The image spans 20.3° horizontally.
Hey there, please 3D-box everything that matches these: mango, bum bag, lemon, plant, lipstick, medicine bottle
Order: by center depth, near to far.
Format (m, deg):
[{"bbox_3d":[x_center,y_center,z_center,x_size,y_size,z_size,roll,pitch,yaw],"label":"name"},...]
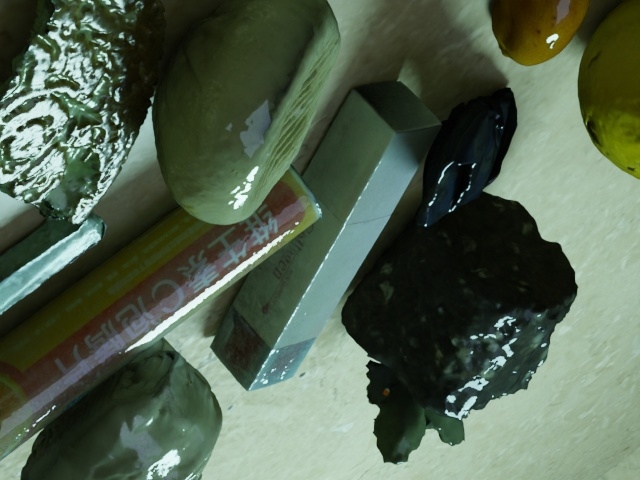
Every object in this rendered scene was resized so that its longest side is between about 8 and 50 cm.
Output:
[{"bbox_3d":[-0.193,0.065,1.669,0.426,0.108,0.108,-38,155,-9],"label":"medicine bottle"},{"bbox_3d":[0.218,-0.230,1.749,0.084,0.105,0.159,-14,154,-10],"label":"mango"},{"bbox_3d":[0.146,-0.089,1.827,0.137,0.074,0.310,-64,172,12],"label":"bum bag"},{"bbox_3d":[0.000,0.000,1.849,0.080,0.076,0.371,-13,143,-44],"label":"lipstick"},{"bbox_3d":[0.404,-0.166,1.958,0.253,0.228,0.228,3,131,-54],"label":"lemon"},{"bbox_3d":[0.141,0.111,2.075,0.215,0.213,0.312,-19,150,-46],"label":"plant"}]

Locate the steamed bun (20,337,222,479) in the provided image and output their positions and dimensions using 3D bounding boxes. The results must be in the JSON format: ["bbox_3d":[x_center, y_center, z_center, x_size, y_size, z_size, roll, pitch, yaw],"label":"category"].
[{"bbox_3d":[-0.181,0.201,1.755,0.218,0.144,0.211,-42,-169,21],"label":"steamed bun"}]

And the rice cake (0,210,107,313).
[{"bbox_3d":[-0.281,0.036,1.572,0.211,0.034,0.043,-36,146,-9],"label":"rice cake"}]

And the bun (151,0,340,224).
[{"bbox_3d":[-0.075,-0.124,1.507,0.222,0.127,0.222,24,90,-82],"label":"bun"}]

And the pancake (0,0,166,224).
[{"bbox_3d":[-0.215,-0.118,1.397,0.197,0.054,0.376,-32,152,-29],"label":"pancake"}]

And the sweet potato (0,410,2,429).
[{"bbox_3d":[-0.352,0.090,1.471,0.097,0.097,0.292,-35,134,-11],"label":"sweet potato"}]
